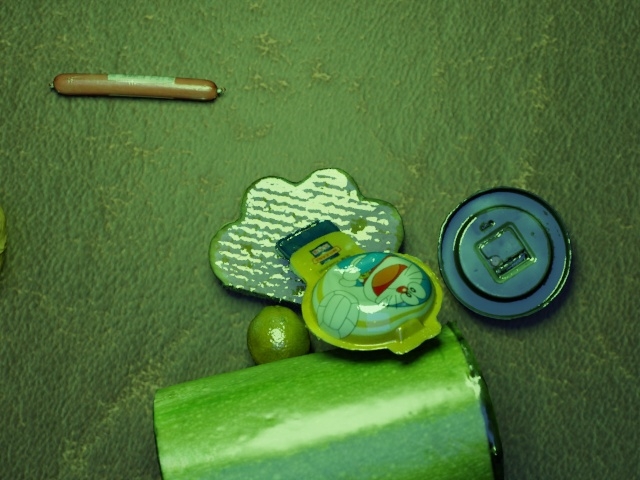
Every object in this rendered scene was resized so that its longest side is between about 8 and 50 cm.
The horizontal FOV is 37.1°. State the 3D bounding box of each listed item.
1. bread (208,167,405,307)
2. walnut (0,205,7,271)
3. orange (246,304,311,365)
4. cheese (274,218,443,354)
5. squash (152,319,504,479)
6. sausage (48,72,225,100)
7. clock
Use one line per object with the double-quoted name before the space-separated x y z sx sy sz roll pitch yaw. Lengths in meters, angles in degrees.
"bread" 0.000 0.000 1.311 0.287 0.056 0.207 18 84 2
"walnut" -0.517 -0.009 1.271 0.197 0.165 0.165 18 84 -5
"orange" -0.057 0.132 1.283 0.085 0.085 0.095 -15 71 -1
"cheese" 0.042 0.054 1.182 0.177 0.069 0.270 -28 42 -20
"squash" 0.013 0.265 1.179 0.384 0.263 0.263 -14 83 -1
"sausage" -0.261 -0.218 1.354 0.253 0.034 0.034 4 83 2
"clock" 0.250 0.019 1.313 0.185 0.040 0.184 0 84 0
